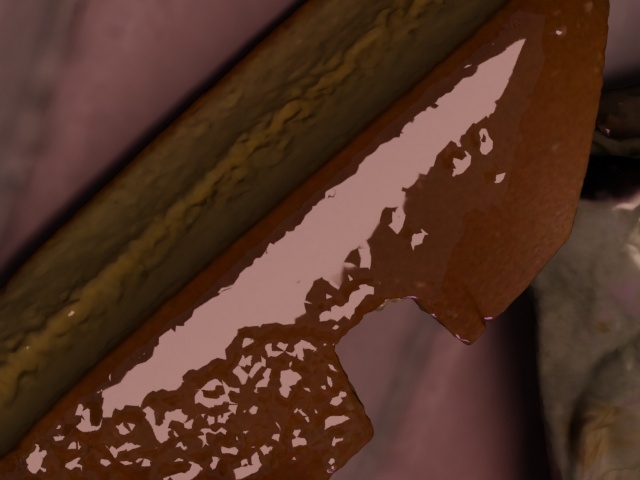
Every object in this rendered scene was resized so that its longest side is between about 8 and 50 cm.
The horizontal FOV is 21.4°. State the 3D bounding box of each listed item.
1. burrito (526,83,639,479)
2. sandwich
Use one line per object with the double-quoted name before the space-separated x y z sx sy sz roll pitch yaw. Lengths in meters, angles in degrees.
"burrito" 0.135 0.049 0.593 0.144 0.089 0.229 -8 122 -4
"sandwich" 0.000 0.000 0.494 0.244 0.090 0.088 -41 122 -5
